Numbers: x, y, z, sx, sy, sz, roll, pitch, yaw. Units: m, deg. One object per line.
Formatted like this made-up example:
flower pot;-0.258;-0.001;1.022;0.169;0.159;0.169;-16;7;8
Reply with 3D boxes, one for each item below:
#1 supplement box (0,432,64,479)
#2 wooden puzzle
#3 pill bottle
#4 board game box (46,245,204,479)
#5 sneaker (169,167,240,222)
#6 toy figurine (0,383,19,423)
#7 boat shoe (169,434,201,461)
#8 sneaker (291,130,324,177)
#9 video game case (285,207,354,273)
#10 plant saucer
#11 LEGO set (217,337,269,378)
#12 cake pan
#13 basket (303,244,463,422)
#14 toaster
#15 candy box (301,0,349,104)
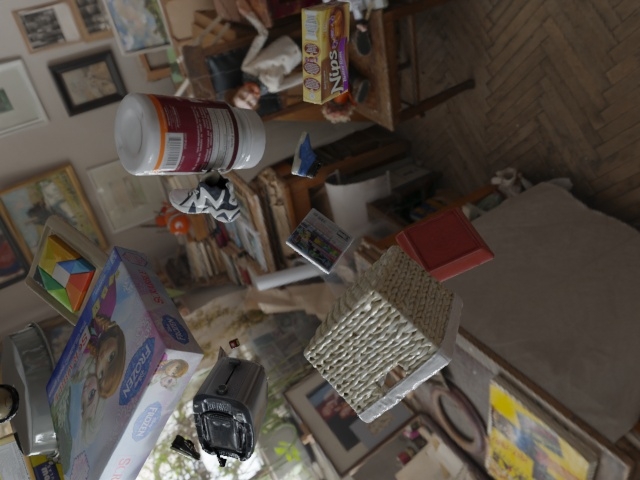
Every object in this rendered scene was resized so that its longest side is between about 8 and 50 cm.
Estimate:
supplement box;-0.714;0.568;1.356;0.356;0.195;0.194;-26;83;36
wooden puzzle;-0.686;0.085;1.417;0.221;0.044;0.239;37;111;9
pill bottle;-0.369;-0.304;1.544;0.224;0.392;0.224;8;102;44
board game box;-0.342;0.219;0.872;0.318;0.066;0.319;39;104;47
sneaker;-0.346;-0.153;1.547;0.235;0.094;0.153;20;130;23
toy figurine;-0.592;0.257;0.775;0.209;0.213;0.148;35;174;9
boat shoe;-0.344;0.542;1.374;0.049;0.042;0.133;11;149;26
sneaker;-0.031;-0.248;1.545;0.058;0.084;0.152;122;161;-55
video game case;0.000;0.000;2.004;0.201;0.183;0.023;37;154;2
plant saucer;0.417;0.007;1.810;0.048;0.258;0.259;65;-179;-47
LEGO set;-0.202;0.364;1.348;0.244;0.060;0.182;-94;-20;-58
cake pan;-0.614;0.320;1.113;0.293;0.054;0.293;10;103;47
basket;0.173;0.243;1.437;0.266;0.331;0.328;42;119;-1
toaster;-0.182;0.356;1.117;0.146;0.129;0.227;-67;-20;-54
candy box;0.011;-0.391;1.101;0.053;0.109;0.187;19;128;29
